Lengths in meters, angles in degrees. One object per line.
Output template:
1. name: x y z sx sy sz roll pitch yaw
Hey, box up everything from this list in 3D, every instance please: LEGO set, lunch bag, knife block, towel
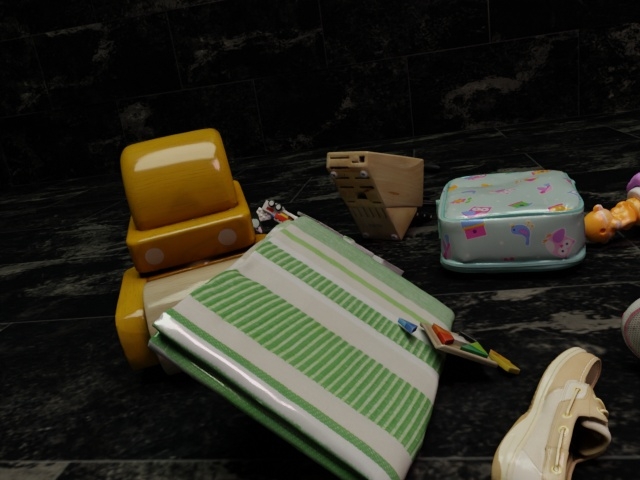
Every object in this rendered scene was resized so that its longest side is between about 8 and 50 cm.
1. LEGO set: 0.000 0.000 0.898 0.182 0.060 0.244 30 0 -31
2. lunch bag: 0.297 -0.036 0.878 0.223 0.108 0.279 -6 16 18
3. knife block: 0.143 -0.131 1.053 0.088 0.276 0.242 4 51 36
4. towel: 0.012 0.085 0.553 0.247 0.038 0.325 32 25 7

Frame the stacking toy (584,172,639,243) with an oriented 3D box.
1. stacking toy: 0.547 -0.065 0.833 0.301 0.175 0.166 -22 22 5

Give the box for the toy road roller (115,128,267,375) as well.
1. toy road roller: -0.173 -0.007 0.725 0.202 0.241 0.329 -15 26 -9

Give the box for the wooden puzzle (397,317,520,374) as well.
1. wooden puzzle: 0.144 0.106 0.564 0.116 0.014 0.078 18 8 -15

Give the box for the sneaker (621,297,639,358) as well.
1. sneaker: 0.338 0.105 0.412 0.111 0.103 0.252 -14 17 -21

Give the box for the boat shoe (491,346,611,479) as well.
1. boat shoe: 0.196 0.148 0.424 0.059 0.063 0.170 11 35 41
